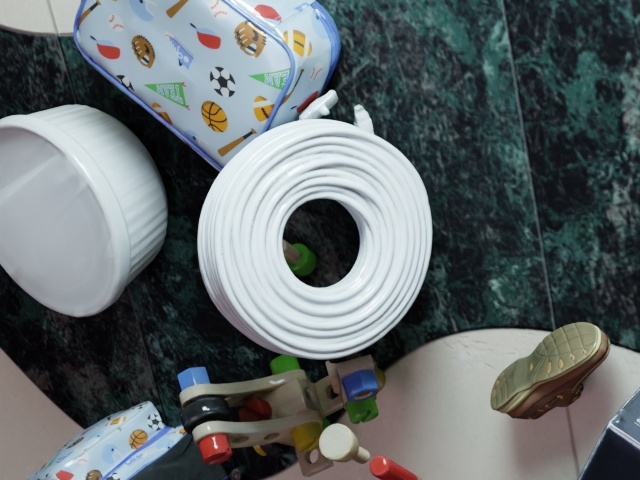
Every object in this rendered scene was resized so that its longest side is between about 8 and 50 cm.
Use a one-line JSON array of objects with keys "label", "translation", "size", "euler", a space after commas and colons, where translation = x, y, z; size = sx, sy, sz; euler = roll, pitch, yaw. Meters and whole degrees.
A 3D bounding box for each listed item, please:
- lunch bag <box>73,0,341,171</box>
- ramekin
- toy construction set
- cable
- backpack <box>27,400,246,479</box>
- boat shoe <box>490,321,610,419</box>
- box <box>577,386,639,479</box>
[{"label": "lunch bag", "translation": [-0.136, -0.224, 1.640], "size": [0.303, 0.115, 0.243], "euler": [41, 137, 13]}, {"label": "ramekin", "translation": [-0.315, -0.050, 1.887], "size": [0.273, 0.127, 0.273], "euler": [21, 128, 30]}, {"label": "toy construction set", "translation": [0.013, 0.209, 1.730], "size": [0.309, 0.257, 0.237], "euler": [44, -178, 34]}, {"label": "cable", "translation": [0.000, 0.000, 1.563], "size": [0.257, 0.257, 0.089], "euler": [60, 164, -14]}, {"label": "backpack", "translation": [-0.287, 0.361, 2.031], "size": [0.213, 0.276, 0.263], "euler": [56, 143, 5]}, {"label": "boat shoe", "translation": [0.254, 0.143, 1.570], "size": [0.060, 0.064, 0.178], "euler": [28, 140, -16]}, {"label": "box", "translation": [0.352, 0.250, 1.361], "size": [0.179, 0.312, 0.343], "euler": [34, 133, 20]}]
